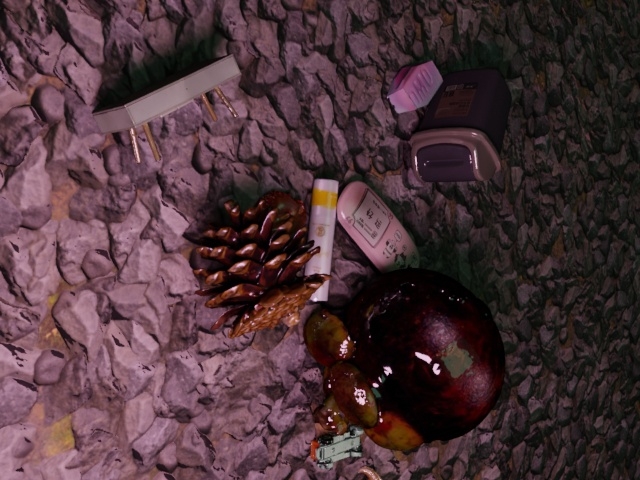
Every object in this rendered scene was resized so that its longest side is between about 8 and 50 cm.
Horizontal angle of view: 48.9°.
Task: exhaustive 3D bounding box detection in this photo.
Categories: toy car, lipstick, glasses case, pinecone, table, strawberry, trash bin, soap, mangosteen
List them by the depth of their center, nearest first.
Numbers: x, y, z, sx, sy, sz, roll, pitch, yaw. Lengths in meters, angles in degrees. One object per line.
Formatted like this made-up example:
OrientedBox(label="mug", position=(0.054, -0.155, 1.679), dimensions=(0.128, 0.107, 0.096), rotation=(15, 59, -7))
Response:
OrientedBox(label="table", position=(-0.254, -0.228, 1.242), dimensions=(0.240, 0.121, 0.111), rotation=(-38, 116, -35))
OrientedBox(label="pinecone", position=(-0.115, 0.045, 1.307), dimensions=(0.264, 0.264, 0.264), rotation=(-2, 93, -43))
OrientedBox(label="strawberry", position=(-0.085, -0.051, 1.457), dimensions=(0.152, 0.048, 0.104), rotation=(-33, 110, -41))
OrientedBox(label="lipstick", position=(0.000, 0.000, 1.530), dimensions=(0.059, 0.059, 0.264), rotation=(8, 88, -43))
OrientedBox(label="mangosteen", position=(0.181, 0.250, 1.532), dimensions=(0.381, 0.421, 0.381), rotation=(-14, 90, -81))
OrientedBox(label="toy car", position=(0.040, 0.463, 1.593), dimensions=(0.143, 0.054, 0.073), rotation=(-5, 97, -47))
OrientedBox(label="glasses case", position=(0.135, -0.009, 1.643), dimensions=(0.314, 0.075, 0.122), rotation=(49, 58, -33))
OrientedBox(label="soap", position=(0.230, -0.378, 1.730), dimensions=(0.100, 0.056, 0.149), rotation=(51, 59, -29))
OrientedBox(label="trash bin", position=(0.352, -0.272, 1.747), dimensions=(0.182, 0.209, 0.290), rotation=(45, 58, -42))

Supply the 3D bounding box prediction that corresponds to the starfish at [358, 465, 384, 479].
OrientedBox(label="starfish", position=(0.122, 0.656, 1.672), dimensions=(0.216, 0.071, 0.238), rotation=(1, 85, -48))
